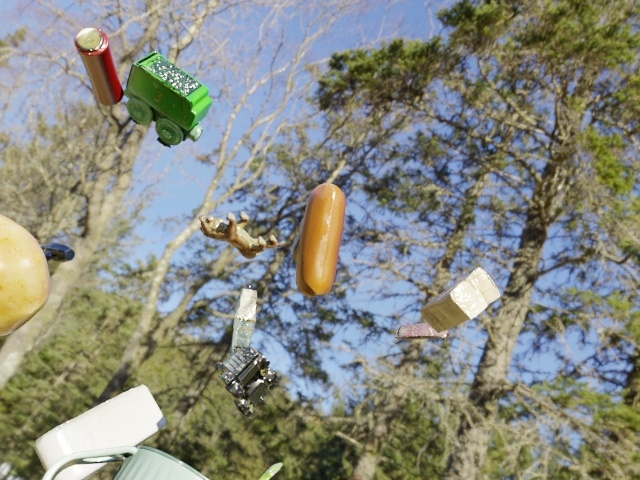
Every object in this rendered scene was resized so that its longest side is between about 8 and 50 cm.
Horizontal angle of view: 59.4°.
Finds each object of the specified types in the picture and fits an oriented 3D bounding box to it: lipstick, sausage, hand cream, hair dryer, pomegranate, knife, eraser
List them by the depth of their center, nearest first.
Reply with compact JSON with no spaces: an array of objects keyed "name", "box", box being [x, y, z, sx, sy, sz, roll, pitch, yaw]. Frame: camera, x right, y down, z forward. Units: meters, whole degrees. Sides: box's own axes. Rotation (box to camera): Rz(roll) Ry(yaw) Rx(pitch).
[{"name":"sausage","box":[0.000,0.000,1.342,0.105,0.275,0.105,10,-3,0]},{"name":"pomegranate","box":[-0.841,0.082,1.417,0.338,0.338,0.338,24,-29,14]},{"name":"lipstick","box":[-0.555,-0.433,1.419,0.080,0.080,0.241,30,-20,1]},{"name":"eraser","box":[-0.619,0.548,1.497,0.150,0.331,0.331,57,-25,11]},{"name":"knife","box":[-0.162,0.651,1.511,0.022,0.184,0.026,25,-56,30]},{"name":"hand cream","box":[-0.236,0.256,1.695,0.052,0.248,0.075,1,-13,41]},{"name":"hair dryer","box":[-0.993,0.066,1.944,0.195,0.219,0.075,6,-68,25]}]

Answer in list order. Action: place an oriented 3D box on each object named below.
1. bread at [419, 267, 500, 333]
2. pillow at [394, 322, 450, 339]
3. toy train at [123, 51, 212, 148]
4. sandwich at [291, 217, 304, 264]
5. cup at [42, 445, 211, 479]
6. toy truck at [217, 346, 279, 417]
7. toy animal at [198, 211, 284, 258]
[{"name":"bread","box":[0.301,0.134,1.230,0.077,0.105,0.152,53,-27,4]},{"name":"pillow","box":[0.340,0.300,1.847,0.184,0.118,0.043,-6,-78,13]},{"name":"toy train","box":[-0.420,-0.383,1.542,0.243,0.132,0.188,35,-47,-4]},{"name":"sandwich","box":[-0.017,-0.008,1.910,0.122,0.128,0.236,15,-42,-8]},{"name":"cup","box":[-0.387,0.627,1.105,0.400,0.392,0.310,18,-42,21]},{"name":"toy truck","box":[-0.196,0.348,1.437,0.127,0.127,0.257,39,-21,18]},{"name":"toy animal","box":[-0.299,-0.013,2.043,0.312,0.097,0.157,38,-57,-25]}]
